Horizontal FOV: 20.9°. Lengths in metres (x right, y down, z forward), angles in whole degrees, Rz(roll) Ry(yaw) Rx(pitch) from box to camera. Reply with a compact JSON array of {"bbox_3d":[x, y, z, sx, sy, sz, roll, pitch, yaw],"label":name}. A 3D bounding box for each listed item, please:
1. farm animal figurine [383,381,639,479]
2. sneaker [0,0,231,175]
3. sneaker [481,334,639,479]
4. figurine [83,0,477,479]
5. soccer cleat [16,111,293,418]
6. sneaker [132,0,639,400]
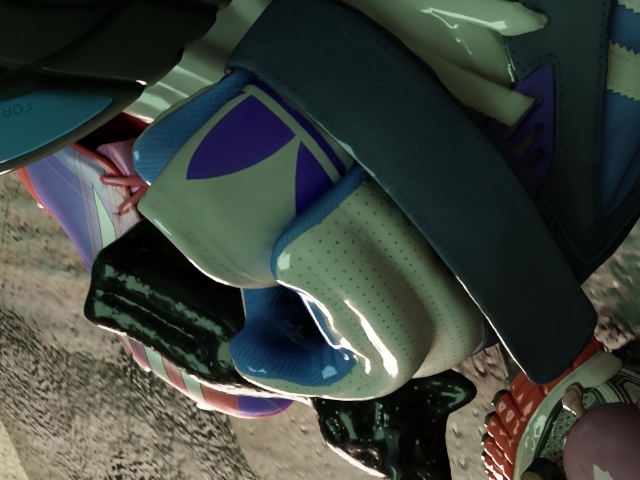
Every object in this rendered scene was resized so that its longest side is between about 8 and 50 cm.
[{"bbox_3d":[0.144,0.218,0.595,0.330,0.172,0.326,-14,100,58],"label":"farm animal figurine"},{"bbox_3d":[-0.071,-0.170,0.608,0.125,0.340,0.140,36,171,-27],"label":"sneaker"},{"bbox_3d":[0.122,0.149,0.805,0.093,0.088,0.225,33,142,33],"label":"sneaker"},{"bbox_3d":[0.000,0.000,0.837,0.209,0.092,0.214,31,128,25],"label":"figurine"},{"bbox_3d":[-0.095,-0.005,0.989,0.248,0.083,0.095,50,144,17],"label":"soccer cleat"},{"bbox_3d":[0.047,-0.079,0.560,0.130,0.236,0.322,39,145,28],"label":"sneaker"}]
